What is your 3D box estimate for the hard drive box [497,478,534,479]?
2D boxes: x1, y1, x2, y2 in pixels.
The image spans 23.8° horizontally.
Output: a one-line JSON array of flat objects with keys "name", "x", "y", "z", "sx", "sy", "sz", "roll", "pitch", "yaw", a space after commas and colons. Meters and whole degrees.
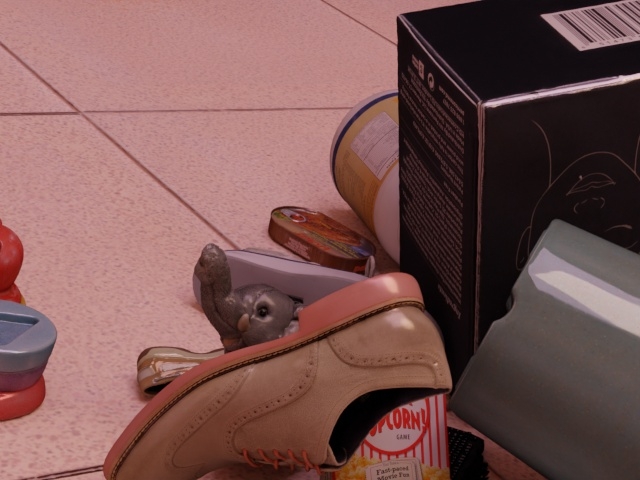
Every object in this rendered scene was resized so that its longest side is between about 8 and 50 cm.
[{"name": "hard drive box", "x": 0.195, "y": 0.353, "z": 1.584, "sx": 0.181, "sy": 0.089, "sz": 0.232, "roll": 2, "pitch": 26, "yaw": -28}]

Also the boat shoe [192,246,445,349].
[{"name": "boat shoe", "x": 0.018, "y": 0.087, "z": 2.061, "sx": 0.367, "sy": 0.136, "sz": 0.156, "roll": 14, "pitch": 18, "yaw": 25}]

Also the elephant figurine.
[{"name": "elephant figurine", "x": -0.060, "y": 0.124, "z": 1.746, "sx": 0.169, "sy": 0.239, "sz": 0.186, "roll": 11, "pitch": 8, "yaw": 7}]

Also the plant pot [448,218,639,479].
[{"name": "plant pot", "x": 0.345, "y": 0.161, "z": 1.703, "sx": 0.334, "sy": 0.341, "sz": 0.341, "roll": 30, "pitch": 26, "yaw": 8}]

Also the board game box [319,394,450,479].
[{"name": "board game box", "x": 0.070, "y": 0.219, "z": 1.705, "sx": 0.146, "sy": 0.193, "sz": 0.045, "roll": 2, "pitch": -12, "yaw": -25}]

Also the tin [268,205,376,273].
[{"name": "tin", "x": 0.000, "y": 0.000, "z": 2.345, "sx": 0.189, "sy": 0.040, "sz": 0.106, "roll": 31, "pitch": 24, "yaw": 35}]

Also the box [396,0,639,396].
[{"name": "box", "x": 0.366, "y": -0.069, "z": 1.986, "sx": 0.480, "sy": 0.472, "sz": 0.297, "roll": -11, "pitch": 33, "yaw": -14}]

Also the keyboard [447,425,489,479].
[{"name": "keyboard", "x": 0.158, "y": 0.266, "z": 1.827, "sx": 0.100, "sy": 0.038, "sz": 0.192, "roll": 20, "pitch": 25, "yaw": 13}]

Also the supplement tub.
[{"name": "supplement tub", "x": 0.165, "y": -0.083, "z": 2.381, "sx": 0.228, "sy": 0.228, "sz": 0.316, "roll": 3, "pitch": 25, "yaw": -23}]

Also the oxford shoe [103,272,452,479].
[{"name": "oxford shoe", "x": -0.049, "y": 0.186, "z": 1.579, "sx": 0.140, "sy": 0.397, "sz": 0.146, "roll": 30, "pitch": 31, "yaw": -61}]

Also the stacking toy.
[{"name": "stacking toy", "x": -0.458, "y": 0.078, "z": 1.791, "sx": 0.279, "sy": 0.130, "sz": 0.309, "roll": 3, "pitch": 25, "yaw": -24}]

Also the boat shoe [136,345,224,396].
[{"name": "boat shoe", "x": -0.129, "y": 0.175, "z": 1.855, "sx": 0.190, "sy": 0.068, "sz": 0.072, "roll": 0, "pitch": 37, "yaw": -8}]
